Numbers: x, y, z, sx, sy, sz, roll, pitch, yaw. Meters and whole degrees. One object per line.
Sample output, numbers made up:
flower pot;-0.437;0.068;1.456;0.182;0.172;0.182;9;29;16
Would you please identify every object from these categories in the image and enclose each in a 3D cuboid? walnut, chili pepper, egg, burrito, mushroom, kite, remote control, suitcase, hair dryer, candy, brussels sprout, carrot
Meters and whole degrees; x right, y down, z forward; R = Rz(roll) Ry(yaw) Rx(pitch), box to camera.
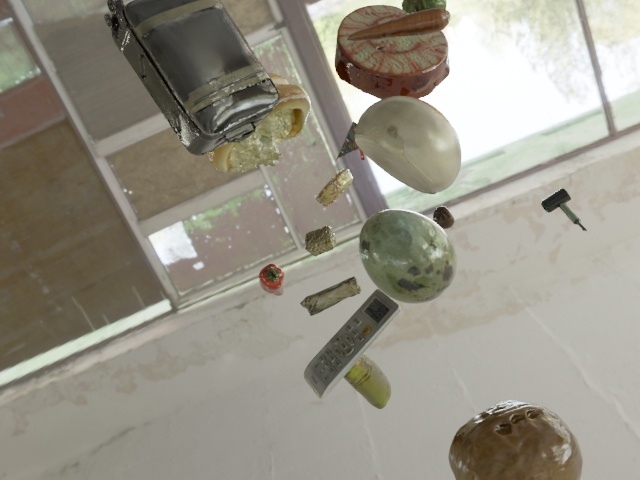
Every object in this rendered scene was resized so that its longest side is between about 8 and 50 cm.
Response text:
walnut;0.601;0.668;1.706;0.398;0.308;0.354;-24;-159;-13
chili pepper;-0.127;0.108;1.451;0.063;0.071;0.272;-40;169;-12
egg;0.335;0.059;2.165;0.345;0.428;0.345;-49;-161;23
burrito;0.027;0.144;1.417;0.171;0.051;0.042;-28;-170;16
mushroom;0.592;-0.107;2.662;0.052;0.123;0.123;-34;-163;-29
kite;0.154;-0.417;2.324;0.232;0.189;0.009;-26;-144;-6
remote control;0.085;0.273;1.440;0.313;0.055;0.109;-48;-145;-2
suitcase;-0.306;-0.443;1.385;0.283;0.434;0.194;-35;-174;-31
hair dryer;0.934;-0.103;2.082;0.100;0.057;0.197;-36;-124;9
candy;0.000;0.000;1.912;0.110;0.085;0.095;-18;-119;23
brussels sprout;0.370;-0.849;1.963;0.144;0.180;0.161;-26;-141;-16
carrot;0.155;-0.431;1.118;0.216;0.048;0.048;-4;-159;20

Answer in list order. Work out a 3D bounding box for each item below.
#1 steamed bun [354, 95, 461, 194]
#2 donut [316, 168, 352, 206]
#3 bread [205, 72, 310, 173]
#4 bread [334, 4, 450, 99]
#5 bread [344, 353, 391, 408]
steamed bun;0.190;-0.206;1.116;0.145;0.232;0.232;-54;-162;-1
donut;0.061;-0.200;2.013;0.166;0.065;0.108;-46;180;-19
bread;-0.240;-0.420;1.962;0.424;0.329;0.245;-34;-122;-23
bread;0.194;-0.523;1.546;0.295;0.328;0.114;-41;157;-25
bread;0.162;0.493;2.058;0.112;0.383;0.166;-33;-136;5
